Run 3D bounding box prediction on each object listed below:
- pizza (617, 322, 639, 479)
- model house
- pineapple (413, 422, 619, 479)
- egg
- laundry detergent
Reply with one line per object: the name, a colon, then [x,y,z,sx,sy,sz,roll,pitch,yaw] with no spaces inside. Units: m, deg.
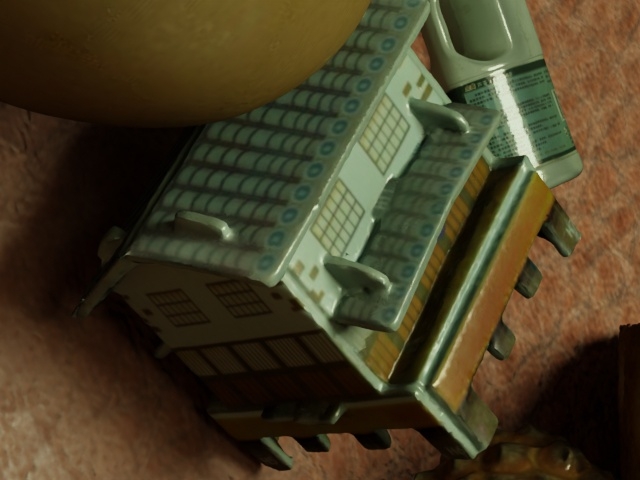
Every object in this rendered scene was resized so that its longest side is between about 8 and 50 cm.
pizza: [0.271,0.180,1.097,0.130,0.406,0.440,3,57,-1]
model house: [0.000,0.000,1.009,0.215,0.198,0.224,49,53,-26]
pineapple: [0.052,0.270,1.028,0.361,0.175,0.175,-43,108,-25]
egg: [-0.132,-0.220,0.872,0.374,0.301,0.301,50,50,-10]
laundry detergent: [0.115,-0.139,1.240,0.099,0.070,0.226,-22,95,-37]
